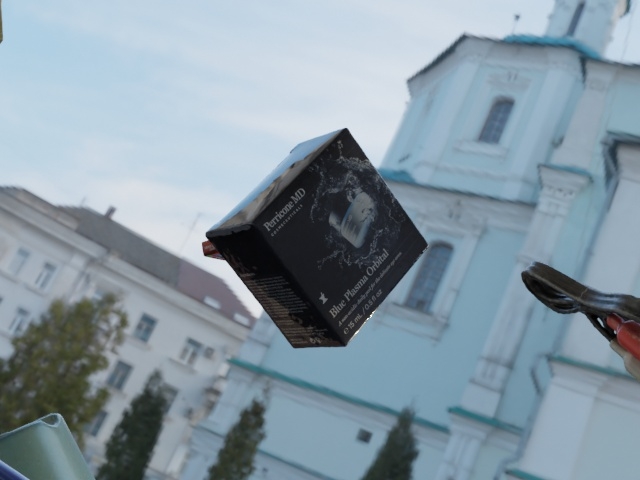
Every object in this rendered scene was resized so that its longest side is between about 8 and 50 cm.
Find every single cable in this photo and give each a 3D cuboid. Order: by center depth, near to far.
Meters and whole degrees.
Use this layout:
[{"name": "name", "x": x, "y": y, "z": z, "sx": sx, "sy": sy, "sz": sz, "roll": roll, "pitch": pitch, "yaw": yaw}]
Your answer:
[{"name": "cable", "x": 0.304, "y": 0.088, "z": 1.042, "sx": 0.287, "sy": 0.072, "sz": 0.139, "roll": 32, "pitch": -12, "yaw": 51}]

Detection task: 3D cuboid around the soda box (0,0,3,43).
[{"name": "soda box", "x": -0.369, "y": -0.202, "z": 0.802, "sx": 0.181, "sy": 0.058, "sz": 0.061, "roll": 15, "pitch": -41, "yaw": -39}]

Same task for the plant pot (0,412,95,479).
[{"name": "plant pot", "x": -0.349, "y": 0.393, "z": 1.042, "sx": 0.334, "sy": 0.341, "sz": 0.341, "roll": 67, "pitch": -25, "yaw": 3}]

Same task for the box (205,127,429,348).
[{"name": "box", "x": 0.000, "y": 0.000, "z": 0.942, "sx": 0.093, "sy": 0.156, "sz": 0.158, "roll": -11, "pitch": -59, "yaw": 54}]

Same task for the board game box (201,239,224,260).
[{"name": "board game box", "x": -0.053, "y": 0.012, "z": 1.521, "sx": 0.145, "sy": 0.027, "sz": 0.281, "roll": -19, "pitch": -15, "yaw": 24}]

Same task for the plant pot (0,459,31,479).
[{"name": "plant pot", "x": -0.249, "y": 0.141, "z": 0.347, "sx": 0.236, "sy": 0.212, "sz": 0.236, "roll": 21, "pitch": -19, "yaw": 33}]
